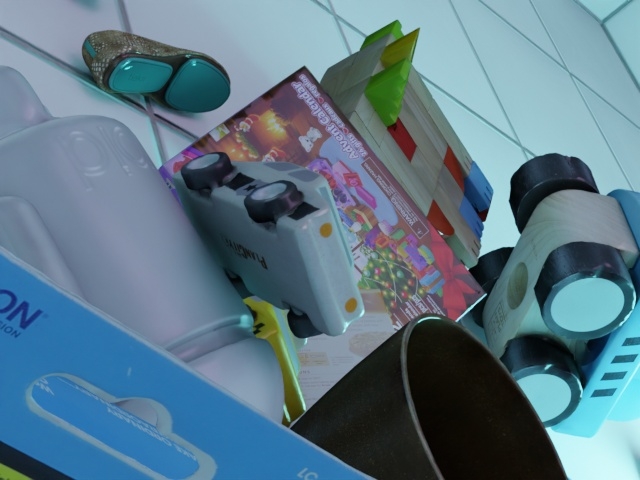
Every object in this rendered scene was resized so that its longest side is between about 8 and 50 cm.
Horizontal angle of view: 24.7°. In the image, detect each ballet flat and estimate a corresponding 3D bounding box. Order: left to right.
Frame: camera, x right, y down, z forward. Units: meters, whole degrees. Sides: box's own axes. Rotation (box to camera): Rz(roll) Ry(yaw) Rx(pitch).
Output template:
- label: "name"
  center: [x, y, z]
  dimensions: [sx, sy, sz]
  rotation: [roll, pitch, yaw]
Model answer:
- label: "ballet flat"
  center: [-0.166, -0.178, 1.481]
  dimensions: [0.067, 0.073, 0.206]
  rotation: [45, 15, 24]

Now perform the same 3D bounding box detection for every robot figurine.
- label: "robot figurine"
  center: [-0.158, 0.059, 0.968]
  dimensions: [0.353, 0.199, 0.300]
  rotation: [56, -1, 11]

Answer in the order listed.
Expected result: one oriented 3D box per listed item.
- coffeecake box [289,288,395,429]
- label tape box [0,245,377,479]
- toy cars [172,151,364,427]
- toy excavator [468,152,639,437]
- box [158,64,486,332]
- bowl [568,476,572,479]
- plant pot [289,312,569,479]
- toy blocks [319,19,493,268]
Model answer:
- label: "coffeecake box"
  center: [0.004, 0.133, 1.250]
  dimensions: [0.142, 0.068, 0.186]
  rotation: [0, 50, -23]
- label: "label tape box"
  center: [-0.179, 0.115, 0.658]
  dimensions: [0.249, 0.347, 0.115]
  rotation: [35, 27, -33]
- label: "toy cars"
  center: [-0.038, 0.032, 1.065]
  dimensions: [0.087, 0.394, 0.176]
  rotation: [-29, 75, -21]
- label: "toy excavator"
  center: [0.397, 0.151, 1.791]
  dimensions: [0.445, 0.433, 0.222]
  rotation: [12, 36, -14]
- label: "box"
  center: [0.000, 0.000, 1.408]
  dimensions: [0.201, 0.057, 0.293]
  rotation: [-39, 91, -33]
- label: "bowl"
  center: [0.242, 0.384, 1.391]
  dimensions: [0.391, 0.077, 0.391]
  rotation: [40, 26, -24]
- label: "plant pot"
  center: [0.036, 0.202, 1.070]
  dimensions: [0.215, 0.230, 0.215]
  rotation: [43, 28, -29]
- label: "toy blocks"
  center: [0.088, -0.061, 1.671]
  dimensions: [0.261, 0.190, 0.381]
  rotation: [55, 26, -17]
